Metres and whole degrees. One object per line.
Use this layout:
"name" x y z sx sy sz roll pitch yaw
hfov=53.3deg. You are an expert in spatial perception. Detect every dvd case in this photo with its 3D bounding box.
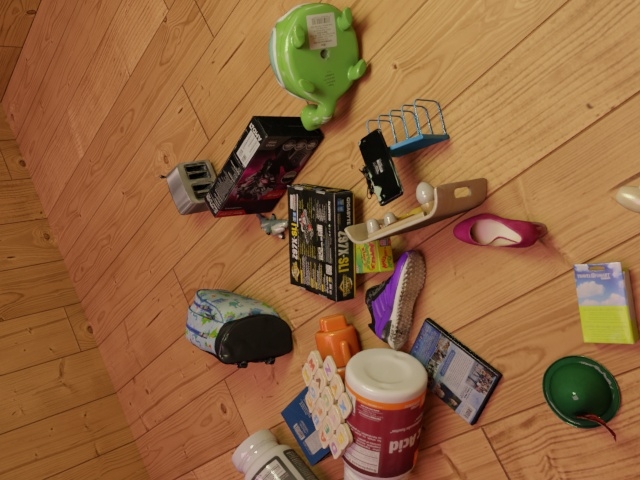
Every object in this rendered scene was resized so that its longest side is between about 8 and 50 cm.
"dvd case" 0.350 0.351 1.721 0.253 0.022 0.180 38 123 33

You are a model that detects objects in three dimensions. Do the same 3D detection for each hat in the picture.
"hat" 0.550 0.359 1.414 0.208 0.183 0.173 -40 71 42

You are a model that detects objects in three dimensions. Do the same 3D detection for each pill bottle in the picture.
"pill bottle" -0.127 0.830 2.160 0.363 0.210 0.210 43 126 30
"pill bottle" 0.169 0.522 1.783 0.224 0.224 0.392 23 121 39

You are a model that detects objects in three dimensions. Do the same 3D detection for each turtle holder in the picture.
"turtle holder" -0.015 -0.492 1.771 0.227 0.243 0.320 25 157 54

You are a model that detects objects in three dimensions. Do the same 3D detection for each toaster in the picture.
"toaster" -0.448 -0.189 2.262 0.110 0.185 0.168 -35 74 47

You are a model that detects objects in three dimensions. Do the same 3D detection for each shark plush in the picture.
"shark plush" -0.159 -0.058 2.124 0.161 0.073 0.067 33 103 58

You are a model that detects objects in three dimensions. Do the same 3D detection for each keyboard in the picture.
"keyboard" 0.148 -0.180 1.620 0.100 0.038 0.192 -28 69 30

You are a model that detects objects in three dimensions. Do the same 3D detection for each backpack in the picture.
"backpack" -0.314 0.295 2.200 0.355 0.290 0.274 -11 83 52

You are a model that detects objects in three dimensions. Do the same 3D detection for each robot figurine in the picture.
"robot figurine" 0.056 0.336 1.932 0.158 0.128 0.220 -12 90 39

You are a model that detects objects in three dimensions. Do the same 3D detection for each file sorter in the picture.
"file sorter" 0.219 -0.285 1.641 0.170 0.118 0.105 -16 84 45

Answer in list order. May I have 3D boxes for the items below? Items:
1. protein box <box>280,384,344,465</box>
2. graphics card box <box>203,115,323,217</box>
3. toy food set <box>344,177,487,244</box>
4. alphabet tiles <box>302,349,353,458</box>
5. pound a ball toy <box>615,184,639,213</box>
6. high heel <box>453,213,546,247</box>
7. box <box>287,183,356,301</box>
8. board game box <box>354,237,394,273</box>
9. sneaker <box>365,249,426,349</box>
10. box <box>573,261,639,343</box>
"protein box" 0.014 0.559 2.013 0.200 0.136 0.201 55 131 21
"graphics card box" -0.179 -0.221 1.958 0.371 0.232 0.094 -51 60 37
"toy food set" 0.236 -0.080 1.596 0.306 0.219 0.093 -22 84 45
"alphabet tiles" 0.015 0.461 1.806 0.278 0.021 0.284 113 141 -49
"pound a ball toy" 0.695 -0.181 1.136 0.135 0.208 0.319 40 123 31
"high heel" 0.403 -0.015 1.519 0.244 0.117 0.082 8 105 43
"box" 0.000 0.000 1.911 0.257 0.079 0.322 15 110 56
"board game box" 0.144 0.042 1.776 0.181 0.043 0.092 166 98 -72
"sneaker" 0.190 0.149 1.774 0.146 0.102 0.294 28 118 38
"box" 0.622 0.134 1.393 0.109 0.042 0.178 -7 94 44
